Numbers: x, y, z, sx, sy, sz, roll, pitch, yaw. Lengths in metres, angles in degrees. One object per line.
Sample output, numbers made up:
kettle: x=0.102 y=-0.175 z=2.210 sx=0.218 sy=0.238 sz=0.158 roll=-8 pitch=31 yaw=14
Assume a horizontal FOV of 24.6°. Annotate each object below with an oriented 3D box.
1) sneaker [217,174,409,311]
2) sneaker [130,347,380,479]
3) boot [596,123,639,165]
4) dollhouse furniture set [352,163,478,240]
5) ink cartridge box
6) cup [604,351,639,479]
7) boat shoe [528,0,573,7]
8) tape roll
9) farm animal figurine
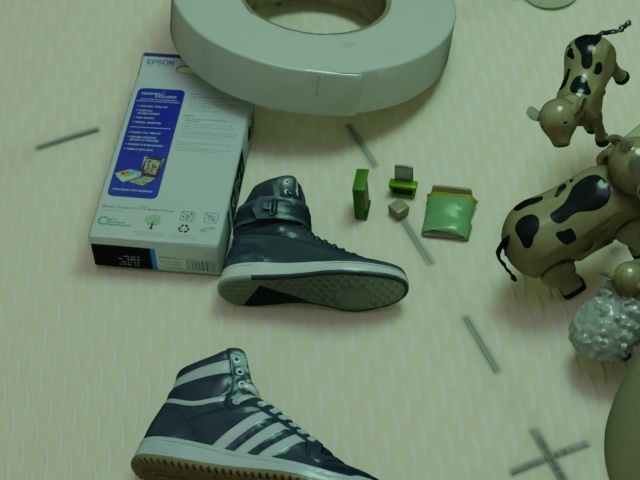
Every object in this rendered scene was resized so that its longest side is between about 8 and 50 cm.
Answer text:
sneaker: x=-0.001 y=-0.001 z=1.765 sx=0.226 sy=0.086 sz=0.163 roll=3 pitch=52 yaw=8
sneaker: x=-0.049 y=0.208 z=1.579 sx=0.282 sy=0.099 sz=0.153 roll=9 pitch=52 yaw=15
boot: x=0.495 y=-0.094 z=1.806 sx=0.262 sy=0.095 sz=0.203 roll=34 pitch=58 yaw=30
dollhouse furniture set: x=0.118 y=-0.053 z=1.820 sx=0.151 sy=0.059 sz=0.076 roll=7 pitch=50 yaw=10
ink cartridge box: x=-0.179 y=-0.104 z=1.882 sx=0.165 sy=0.065 sz=0.333 roll=5 pitch=51 yaw=7
cup: x=0.468 y=0.158 z=1.497 sx=0.331 sy=0.237 sz=0.331 roll=-2 pitch=49 yaw=2
boat shoe: x=0.271 y=-0.457 z=2.140 sx=0.109 sy=0.091 sz=0.305 roll=-26 pitch=52 yaw=-18
tape roll: x=-0.010 y=-0.304 z=1.987 sx=0.391 sy=0.072 sz=0.392 roll=5 pitch=40 yaw=-4
farm animal figurine: x=0.327 y=-0.072 z=1.680 sx=0.327 sy=0.172 sz=0.330 roll=-45 pitch=54 yaw=5
